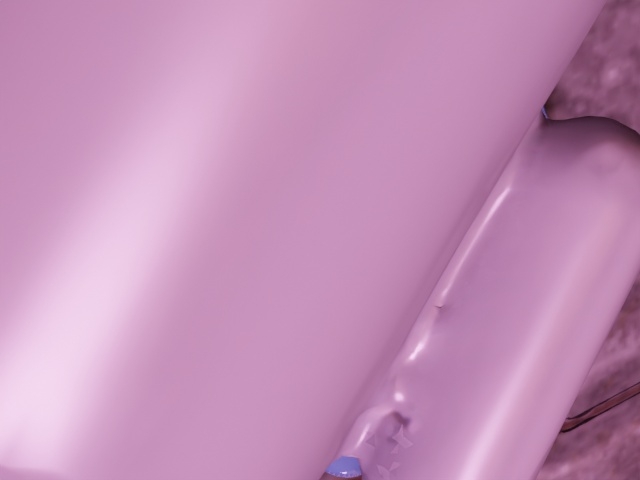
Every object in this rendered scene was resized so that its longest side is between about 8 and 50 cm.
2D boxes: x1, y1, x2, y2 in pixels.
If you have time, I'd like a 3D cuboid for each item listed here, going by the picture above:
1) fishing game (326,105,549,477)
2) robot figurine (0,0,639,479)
[{"bbox_3d":[0.000,0.000,0.662,0.189,0.041,0.264,-15,118,-25],"label":"fishing game"},{"bbox_3d":[-0.059,-0.031,0.491,0.300,0.200,0.353,31,104,-1],"label":"robot figurine"}]
